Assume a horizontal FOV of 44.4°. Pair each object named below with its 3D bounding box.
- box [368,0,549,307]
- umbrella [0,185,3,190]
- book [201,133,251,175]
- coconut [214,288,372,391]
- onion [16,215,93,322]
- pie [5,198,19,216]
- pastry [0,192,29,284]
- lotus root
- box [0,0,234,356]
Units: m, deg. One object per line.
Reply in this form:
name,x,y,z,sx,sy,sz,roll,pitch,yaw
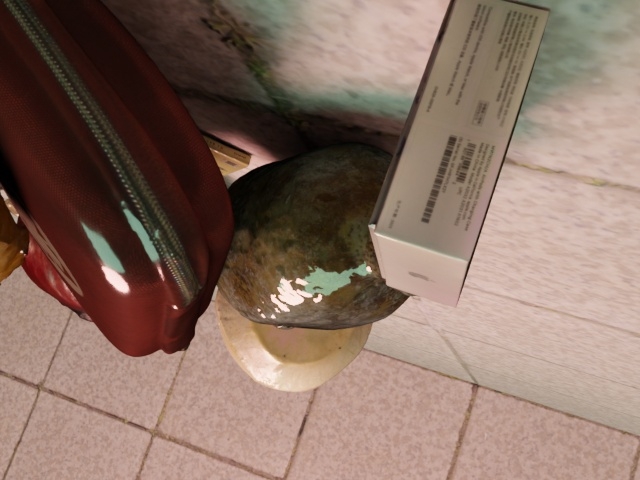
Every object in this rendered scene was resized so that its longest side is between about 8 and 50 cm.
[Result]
box,0.073,-0.041,0.425,0.051,0.130,0.129,19,169,12
umbrella,-0.380,-0.114,0.900,0.113,0.106,0.358,3,180,-42
book,-0.133,-0.098,0.804,0.111,0.014,0.077,24,167,-24
coconut,-0.041,0.095,1.090,0.241,0.241,0.241,19,169,4
onion,-0.243,0.001,0.963,0.247,0.190,0.246,5,-151,-3
pie,-0.415,-0.029,1.483,0.338,0.075,0.337,15,173,2
pastry,-0.301,-0.058,0.532,0.235,0.121,0.257,60,162,-1
lotus root,-0.001,-0.002,0.674,0.175,0.174,0.349,23,166,-17
box,-0.180,-0.037,0.622,0.263,0.108,0.404,52,161,7
